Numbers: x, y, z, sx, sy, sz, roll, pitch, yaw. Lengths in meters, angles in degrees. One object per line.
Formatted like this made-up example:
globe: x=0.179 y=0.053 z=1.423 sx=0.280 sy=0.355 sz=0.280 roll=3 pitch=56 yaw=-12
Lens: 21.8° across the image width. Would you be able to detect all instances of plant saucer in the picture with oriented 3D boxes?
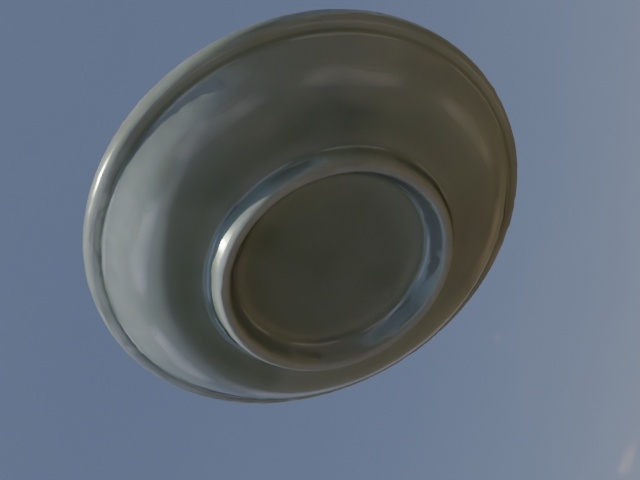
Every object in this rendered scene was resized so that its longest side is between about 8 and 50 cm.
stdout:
plant saucer: x=0.000 y=0.000 z=1.435 sx=0.100 sy=0.400 sz=0.400 roll=-122 pitch=27 yaw=-53
